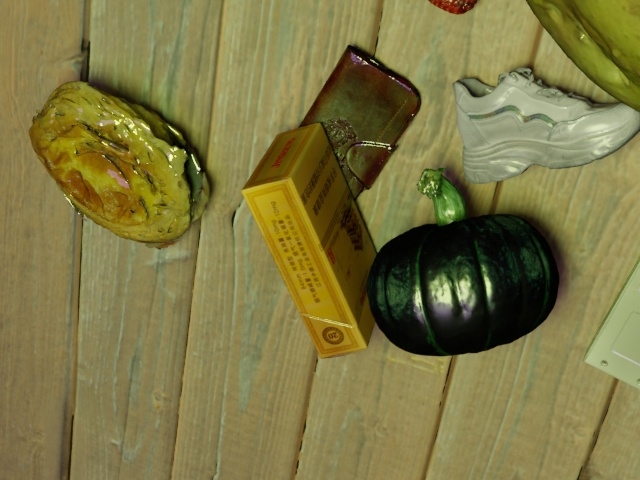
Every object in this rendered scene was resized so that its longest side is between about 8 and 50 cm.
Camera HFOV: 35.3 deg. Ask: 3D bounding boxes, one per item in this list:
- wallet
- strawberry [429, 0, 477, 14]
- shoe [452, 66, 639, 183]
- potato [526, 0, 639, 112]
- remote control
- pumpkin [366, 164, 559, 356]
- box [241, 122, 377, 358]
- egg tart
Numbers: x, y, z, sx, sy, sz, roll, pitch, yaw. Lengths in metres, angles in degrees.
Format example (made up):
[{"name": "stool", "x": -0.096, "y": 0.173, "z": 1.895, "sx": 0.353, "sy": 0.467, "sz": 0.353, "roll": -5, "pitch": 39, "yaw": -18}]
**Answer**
[{"name": "wallet", "x": 0.033, "y": -0.140, "z": 1.409, "sx": 0.137, "sy": 0.031, "sz": 0.255, "roll": 36, "pitch": 125, "yaw": 1}, {"name": "strawberry", "x": 0.159, "y": -0.317, "z": 1.252, "sx": 0.083, "sy": 0.073, "sz": 0.073, "roll": 0, "pitch": 113, "yaw": 39}, {"name": "shoe", "x": 0.275, "y": -0.157, "z": 1.251, "sx": 0.245, "sy": 0.095, "sz": 0.138, "roll": -10, "pitch": 110, "yaw": 35}, {"name": "potato", "x": 0.346, "y": -0.289, "z": 0.995, "sx": 0.319, "sy": 0.385, "sz": 0.442, "roll": -37, "pitch": 83, "yaw": 45}, {"name": "remote control", "x": 0.447, "y": 0.067, "z": 1.294, "sx": 0.102, "sy": 0.055, "sz": 0.277, "roll": 27, "pitch": 122, "yaw": 12}, {"name": "pumpkin", "x": 0.177, "y": 0.024, "z": 1.299, "sx": 0.248, "sy": 0.248, "sz": 0.248, "roll": 10, "pitch": 116, "yaw": 21}, {"name": "box", "x": 0.000, "y": 0.000, "z": 1.375, "sx": 0.076, "sy": 0.174, "sz": 0.274, "roll": -13, "pitch": 116, "yaw": 23}, {"name": "egg tart", "x": -0.295, "y": -0.122, "z": 1.528, "sx": 0.297, "sy": 0.132, "sz": 0.297, "roll": 17, "pitch": 134, "yaw": 18}]
